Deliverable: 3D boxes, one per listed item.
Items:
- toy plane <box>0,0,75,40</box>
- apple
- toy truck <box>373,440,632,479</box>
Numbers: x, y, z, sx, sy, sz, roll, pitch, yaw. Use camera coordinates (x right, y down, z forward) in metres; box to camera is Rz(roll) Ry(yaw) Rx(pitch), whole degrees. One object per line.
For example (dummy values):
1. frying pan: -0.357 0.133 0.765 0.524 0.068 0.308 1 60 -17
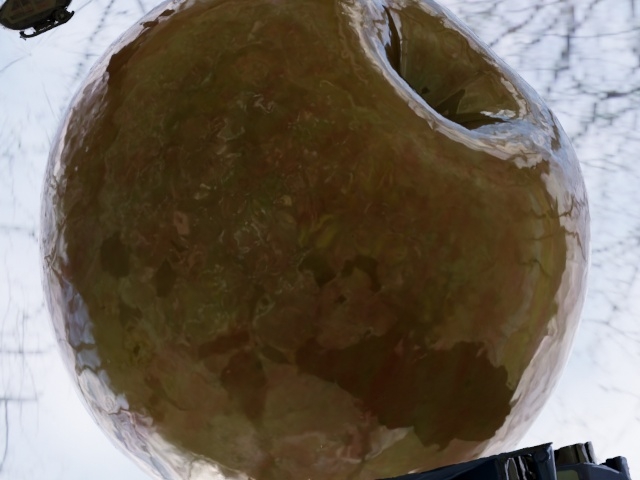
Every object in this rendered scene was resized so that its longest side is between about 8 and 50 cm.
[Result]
1. toy plane: -0.179 -0.170 1.276 0.120 0.031 0.049 -25 -80 -11
2. apple: 0.000 0.000 1.310 0.391 0.391 0.346 36 -55 -10
3. toy truck: 0.126 0.180 1.127 0.208 0.126 0.113 -2 -103 -51
